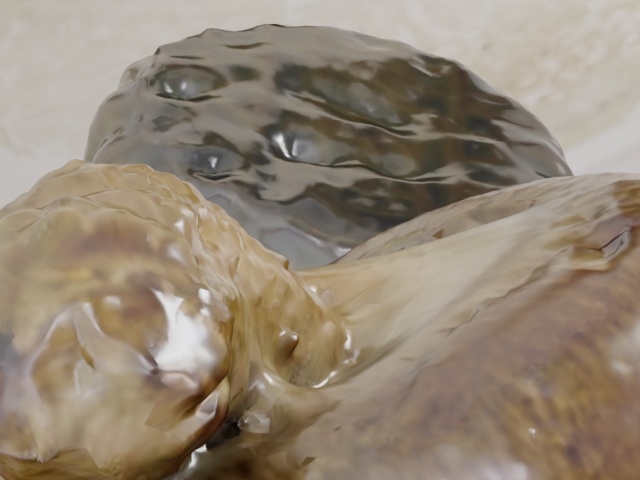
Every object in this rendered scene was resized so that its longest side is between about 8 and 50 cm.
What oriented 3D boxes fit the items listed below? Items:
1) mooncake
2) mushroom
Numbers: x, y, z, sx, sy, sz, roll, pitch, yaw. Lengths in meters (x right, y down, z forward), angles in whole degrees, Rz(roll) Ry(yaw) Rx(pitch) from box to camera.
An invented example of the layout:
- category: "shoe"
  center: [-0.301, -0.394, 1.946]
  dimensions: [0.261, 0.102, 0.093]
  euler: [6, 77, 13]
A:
- category: "mooncake"
  center: [0.000, 0.000, 0.987]
  dimensions: [0.290, 0.290, 0.161]
  euler: [-9, -52, -34]
- category: "mushroom"
  center: [-0.014, 0.100, 0.577]
  dimensions: [0.345, 0.239, 0.345]
  euler: [-2, -2, 0]
